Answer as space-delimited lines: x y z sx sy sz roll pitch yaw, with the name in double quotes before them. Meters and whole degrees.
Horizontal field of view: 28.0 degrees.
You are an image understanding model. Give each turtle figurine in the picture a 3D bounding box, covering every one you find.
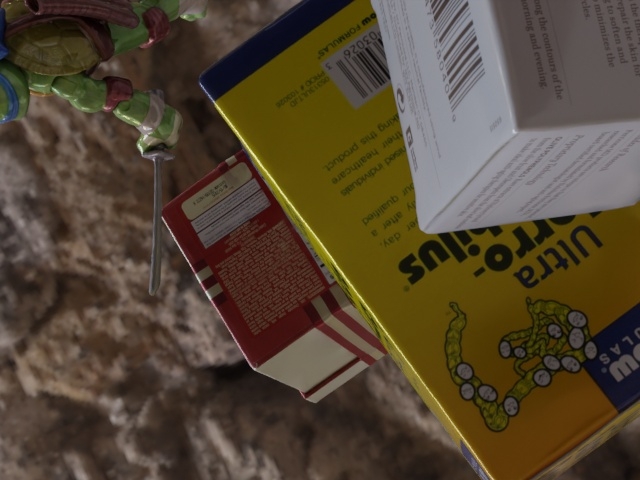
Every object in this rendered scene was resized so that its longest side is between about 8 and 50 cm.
"turtle figurine" -0.215 -0.136 1.117 0.266 0.198 0.274 -59 -44 -41

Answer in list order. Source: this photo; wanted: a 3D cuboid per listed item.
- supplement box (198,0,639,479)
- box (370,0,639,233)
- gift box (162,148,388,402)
"supplement box" 0.103 -0.010 0.925 0.356 0.195 0.194 53 178 17
"box" 0.076 -0.067 0.426 0.102 0.087 0.101 124 136 -69
"gift box" 0.000 0.000 1.459 0.276 0.255 0.258 62 -172 22
